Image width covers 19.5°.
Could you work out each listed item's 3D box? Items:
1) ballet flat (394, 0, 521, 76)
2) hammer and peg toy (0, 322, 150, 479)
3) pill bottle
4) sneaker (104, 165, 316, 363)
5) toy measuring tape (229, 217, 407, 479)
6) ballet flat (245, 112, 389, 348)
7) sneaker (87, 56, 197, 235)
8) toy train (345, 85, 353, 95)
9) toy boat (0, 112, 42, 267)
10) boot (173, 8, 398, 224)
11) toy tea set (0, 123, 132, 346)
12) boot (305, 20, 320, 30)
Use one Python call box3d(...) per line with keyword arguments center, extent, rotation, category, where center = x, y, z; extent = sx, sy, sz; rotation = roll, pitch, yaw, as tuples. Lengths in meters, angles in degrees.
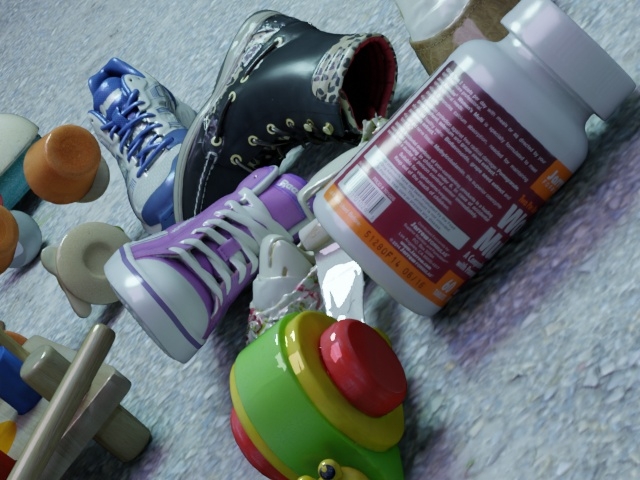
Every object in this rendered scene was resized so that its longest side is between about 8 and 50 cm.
box3d(center=(0.112, -0.228, 1.574), extent=(0.116, 0.124, 0.342), rotation=(-37, 25, 27), category="ballet flat")
box3d(center=(-0.259, 0.198, 1.568), extent=(0.266, 0.127, 0.361), rotation=(-52, 22, -13), category="hammer and peg toy")
box3d(center=(0.109, -0.062, 1.309), extent=(0.221, 0.121, 0.121), rotation=(-46, 22, 7), category="pill bottle")
box3d(center=(-0.080, 0.002, 1.520), extent=(0.161, 0.102, 0.282), rotation=(-39, 5, 9), category="sneaker")
box3d(center=(-0.010, 0.065, 1.279), extent=(0.121, 0.121, 0.330), rotation=(-39, 33, 23), category="toy measuring tape")
box3d(center=(0.000, 0.000, 1.473), extent=(0.241, 0.077, 0.091), rotation=(-53, 21, -9), category="ballet flat")
box3d(center=(-0.186, -0.100, 1.921), extent=(0.112, 0.131, 0.296), rotation=(-45, 23, 4), category="sneaker")
box3d(center=(-0.004, -0.121, 1.747), extent=(0.158, 0.027, 0.036), rotation=(-22, 31, 47), category="toy train")
box3d(center=(-0.421, -0.035, 2.273), extent=(0.267, 0.148, 0.318), rotation=(-47, 14, -9), category="toy boat")
box3d(center=(-0.034, -0.091, 1.665), extent=(0.178, 0.085, 0.236), rotation=(14, 82, 51), category="boot")
box3d(center=(-0.304, 0.041, 1.853), extent=(0.336, 0.200, 0.124), rotation=(-49, 5, -29), category="toy tea set")
box3d(center=(-0.047, -0.162, 1.878), extent=(0.099, 0.045, 0.121), rotation=(-22, 33, 43), category="boot")
